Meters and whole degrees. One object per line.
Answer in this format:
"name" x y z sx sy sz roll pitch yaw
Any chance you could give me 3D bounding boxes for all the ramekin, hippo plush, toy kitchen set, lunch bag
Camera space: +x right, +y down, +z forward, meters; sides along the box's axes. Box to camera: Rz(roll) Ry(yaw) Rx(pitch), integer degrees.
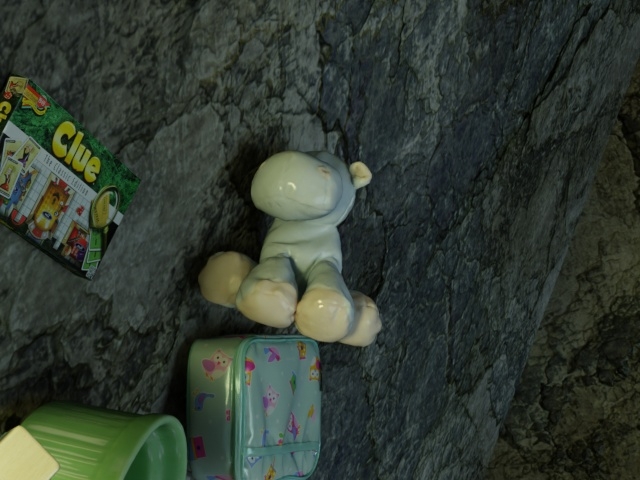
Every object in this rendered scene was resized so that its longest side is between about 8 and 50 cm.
"ramekin" -0.275 0.328 1.496 0.303 0.148 0.303 14 90 -78
"hippo plush" 0.000 0.000 1.795 0.294 0.234 0.237 10 99 -64
"toy kitchen set" -0.360 0.176 1.151 0.122 0.207 0.166 -47 -171 -30
"lunch bag" -0.085 0.244 1.870 0.279 0.107 0.224 12 76 -65

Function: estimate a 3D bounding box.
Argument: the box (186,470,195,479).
"box" -0.149 0.415 1.834 0.145 0.186 0.038 -68 155 -9

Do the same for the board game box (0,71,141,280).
"board game box" -0.285 -0.061 1.416 0.136 0.030 0.260 -68 155 -13
